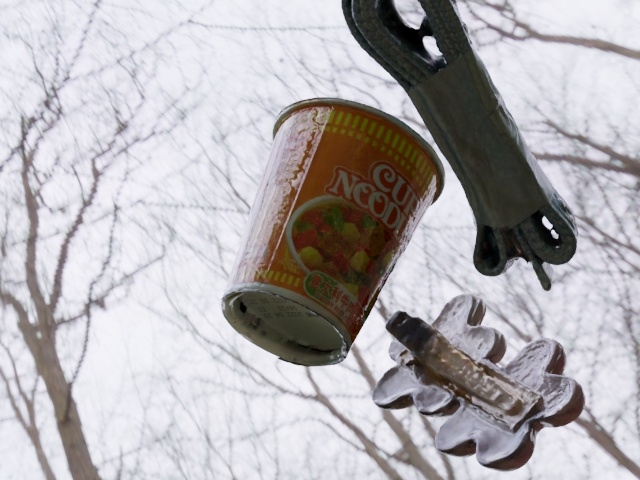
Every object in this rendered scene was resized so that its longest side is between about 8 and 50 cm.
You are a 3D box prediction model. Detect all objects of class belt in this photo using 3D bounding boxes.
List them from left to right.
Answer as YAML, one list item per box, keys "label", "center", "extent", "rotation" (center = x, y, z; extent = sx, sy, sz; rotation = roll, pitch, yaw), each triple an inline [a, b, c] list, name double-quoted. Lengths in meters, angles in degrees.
- label: "belt"
  center: [0.114, -0.096, 1.103]
  extent: [0.087, 0.072, 0.302]
  rotation: [-28, -85, 12]

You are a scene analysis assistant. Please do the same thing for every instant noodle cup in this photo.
- label: "instant noodle cup"
  center: [0.000, 0.000, 1.155]
  extent: [0.168, 0.168, 0.185]
  rotation: [39, -123, -25]

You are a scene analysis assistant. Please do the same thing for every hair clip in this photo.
- label: "hair clip"
  center: [0.136, 0.123, 1.248]
  extent: [0.146, 0.257, 0.075]
  rotation: [-43, -52, -11]
